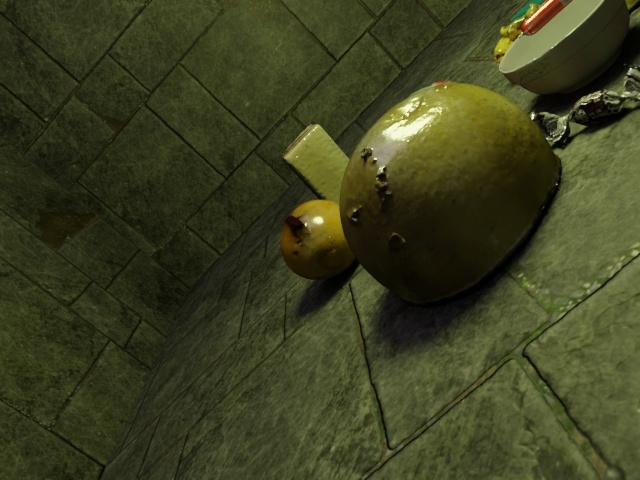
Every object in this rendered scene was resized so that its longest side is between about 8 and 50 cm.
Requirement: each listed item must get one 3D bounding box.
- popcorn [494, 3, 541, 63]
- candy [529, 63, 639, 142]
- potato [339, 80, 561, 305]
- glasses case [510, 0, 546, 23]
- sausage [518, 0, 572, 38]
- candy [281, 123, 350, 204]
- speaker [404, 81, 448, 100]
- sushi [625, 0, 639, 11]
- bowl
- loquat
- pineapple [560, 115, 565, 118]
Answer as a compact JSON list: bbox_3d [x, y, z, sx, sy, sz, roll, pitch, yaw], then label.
[{"bbox_3d":[0.583,-0.568,1.480,0.197,0.156,0.197,-52,3,4],"label":"popcorn"},{"bbox_3d":[0.515,-0.255,1.003,0.226,0.093,0.051,-20,12,48],"label":"candy"},{"bbox_3d":[0.219,-0.128,1.060,0.442,0.319,0.385,-49,16,-15],"label":"potato"},{"bbox_3d":[0.773,-0.790,1.698,0.117,0.070,0.301,-45,12,-18],"label":"glasses case"},{"bbox_3d":[0.516,-0.521,1.195,0.145,0.048,0.050,-42,10,29],"label":"sausage"},{"bbox_3d":[0.022,-0.253,1.908,0.179,0.320,0.135,-44,18,-3],"label":"candy"},{"bbox_3d":[0.332,-0.297,1.436,0.294,0.294,0.294,-43,15,15],"label":"speaker"},{"bbox_3d":[0.791,-0.681,1.230,0.291,0.139,0.131,-42,8,24],"label":"sushi"},{"bbox_3d":[0.574,-0.444,1.197,0.287,0.144,0.287,-43,16,15],"label":"bowl"},{"bbox_3d":[0.000,0.000,1.488,0.235,0.235,0.235,-43,15,15],"label":"loquat"},{"bbox_3d":[0.497,-0.242,1.137,0.045,0.019,0.083,-46,13,-19],"label":"pineapple"}]
